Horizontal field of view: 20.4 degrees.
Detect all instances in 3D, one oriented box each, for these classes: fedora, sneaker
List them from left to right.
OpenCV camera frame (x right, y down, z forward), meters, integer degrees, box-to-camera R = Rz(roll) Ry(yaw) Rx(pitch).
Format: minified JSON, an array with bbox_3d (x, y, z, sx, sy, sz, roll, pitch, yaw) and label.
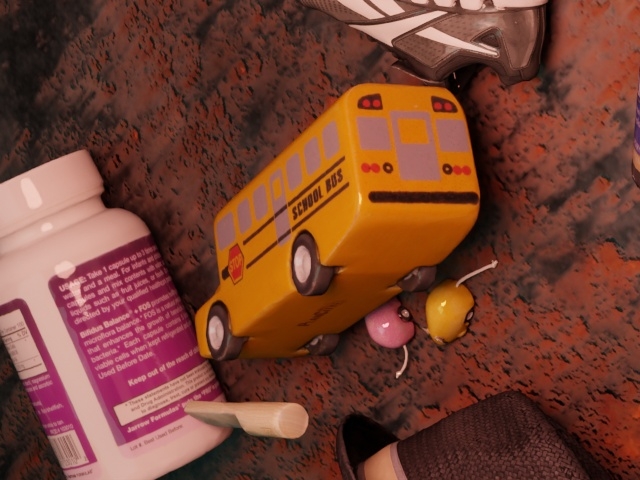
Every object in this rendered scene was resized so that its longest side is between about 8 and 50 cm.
[{"bbox_3d":[0.074,-0.161,1.351,0.234,0.078,0.106,10,113,37],"label":"sneaker"},{"bbox_3d":[0.161,0.231,1.372,0.152,0.334,0.334,-40,78,9],"label":"fedora"}]

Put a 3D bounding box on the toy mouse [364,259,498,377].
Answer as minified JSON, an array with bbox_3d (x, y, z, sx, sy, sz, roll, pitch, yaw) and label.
[{"bbox_3d":[0.060,0.040,1.489,0.143,0.031,0.161,39,131,23],"label":"toy mouse"}]

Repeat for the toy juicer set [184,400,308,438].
[{"bbox_3d":[-0.013,0.255,1.479,0.329,0.089,0.209,54,153,7],"label":"toy juicer set"}]

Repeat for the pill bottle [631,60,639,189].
[{"bbox_3d":[0.269,-0.134,1.150,0.123,0.123,0.219,19,120,36],"label":"pill bottle"}]

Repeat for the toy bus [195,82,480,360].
[{"bbox_3d":[0.000,0.000,1.427,0.333,0.108,0.130,-39,57,58],"label":"toy bus"}]

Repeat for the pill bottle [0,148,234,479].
[{"bbox_3d":[-0.212,0.076,1.662,0.169,0.169,0.301,-21,94,46],"label":"pill bottle"}]
